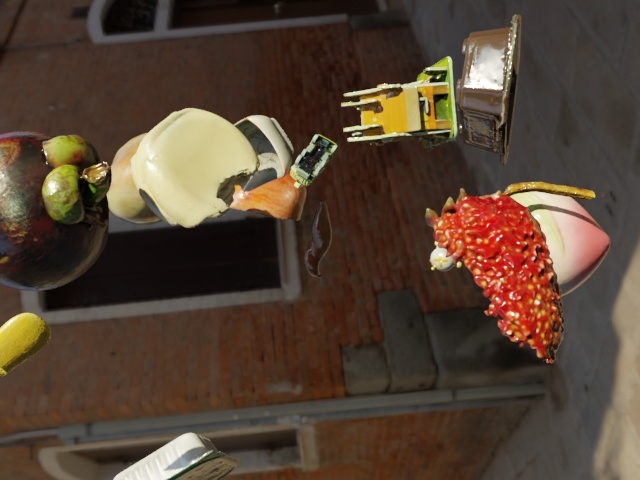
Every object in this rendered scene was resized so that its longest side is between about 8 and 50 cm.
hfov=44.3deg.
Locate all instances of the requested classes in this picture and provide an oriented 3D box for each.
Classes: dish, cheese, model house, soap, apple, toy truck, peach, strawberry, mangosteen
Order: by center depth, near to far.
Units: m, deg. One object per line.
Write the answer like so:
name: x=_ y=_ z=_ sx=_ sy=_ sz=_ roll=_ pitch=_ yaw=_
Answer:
strawberry: x=0.325 y=0.039 z=1.260 sx=0.233 sy=0.138 sz=0.306 roll=5 pitch=-137 yaw=-53
mangosteen: x=-0.514 y=-0.066 z=1.489 sx=0.306 sy=0.359 sz=0.306 roll=-17 pitch=-90 yaw=-77
soap: x=-0.598 y=0.208 z=1.510 sx=0.089 sy=0.168 sz=0.033 roll=51 pitch=175 yaw=-28
cheese: x=-0.257 y=-0.148 z=1.648 sx=0.233 sy=0.266 sz=0.127 roll=43 pitch=146 yaw=2
dish: x=-0.140 y=-0.205 z=1.771 sx=0.151 sy=0.077 sz=0.212 roll=58 pitch=149 yaw=-11
toy truck: x=-0.023 y=-0.209 z=2.157 sx=0.169 sy=0.077 sz=0.100 roll=-58 pitch=-4 yaw=-46
apple: x=-0.165 y=-0.153 z=2.235 sx=0.293 sy=0.251 sz=0.163 roll=-164 pitch=86 yaw=-81
model house: x=0.204 y=-0.389 z=2.314 sx=0.357 sy=0.313 sz=0.242 roll=-160 pitch=67 yaw=-81
peach: x=-0.502 y=-0.188 z=2.328 sx=0.247 sy=0.292 sz=0.292 roll=44 pitch=-179 yaw=-5

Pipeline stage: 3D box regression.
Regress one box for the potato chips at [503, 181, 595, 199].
potato chips: x=0.522 y=-0.112 z=1.801 sx=0.026 sy=0.204 sz=0.037 roll=82 pitch=-169 yaw=-71

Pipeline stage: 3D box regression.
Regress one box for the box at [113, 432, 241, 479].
box: x=-0.386 y=0.593 z=1.984 sx=0.106 sy=0.336 sz=0.264 roll=57 pitch=178 yaw=24

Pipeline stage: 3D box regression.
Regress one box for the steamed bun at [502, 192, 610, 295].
steamed bun: x=0.571 y=0.006 z=1.961 sx=0.309 sy=0.309 sz=0.309 roll=174 pitch=90 yaw=-88

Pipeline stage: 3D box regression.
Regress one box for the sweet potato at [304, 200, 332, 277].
sweet potato: x=-0.002 y=0.000 z=1.978 sx=0.058 sy=0.055 sz=0.202 roll=-132 pitch=50 yaw=-61

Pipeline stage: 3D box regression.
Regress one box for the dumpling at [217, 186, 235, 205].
dumpling: x=-0.282 y=-0.140 z=1.918 sx=0.118 sy=0.136 sz=0.199 roll=15 pitch=138 yaw=50

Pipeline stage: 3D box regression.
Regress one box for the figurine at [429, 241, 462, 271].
figurine: x=0.393 y=0.037 z=2.353 sx=0.068 sy=0.143 sz=0.101 roll=-20 pitch=-90 yaw=-75

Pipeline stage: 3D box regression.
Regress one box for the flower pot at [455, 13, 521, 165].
flower pot: x=0.263 y=-0.234 z=1.241 sx=0.251 sy=0.084 sz=0.179 roll=46 pitch=-127 yaw=-71
